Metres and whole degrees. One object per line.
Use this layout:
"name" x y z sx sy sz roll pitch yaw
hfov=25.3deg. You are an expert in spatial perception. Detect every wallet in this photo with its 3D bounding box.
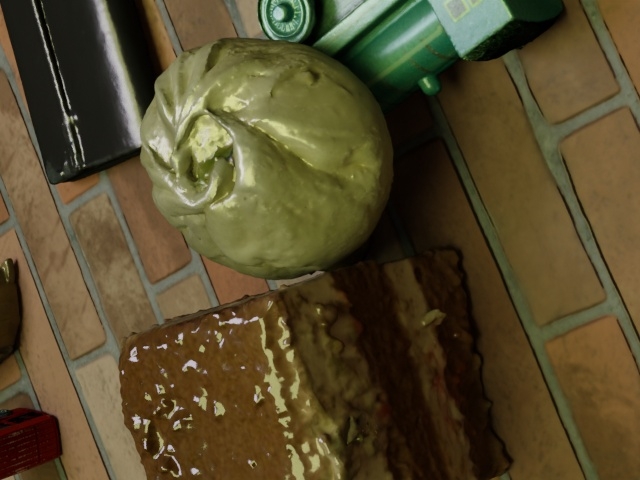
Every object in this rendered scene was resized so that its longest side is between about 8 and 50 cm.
"wallet" -0.310 -0.283 1.713 0.228 0.062 0.405 -16 88 42

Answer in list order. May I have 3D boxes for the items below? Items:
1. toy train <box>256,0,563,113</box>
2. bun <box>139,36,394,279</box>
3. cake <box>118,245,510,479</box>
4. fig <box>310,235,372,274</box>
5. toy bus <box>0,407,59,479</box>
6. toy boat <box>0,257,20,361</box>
"toy train" 0.071 -0.215 1.360 0.298 0.120 0.194 -35 81 40
"bun" -0.067 -0.070 1.359 0.259 0.160 0.259 18 120 34
"cake" -0.005 0.164 1.397 0.282 0.290 0.255 -19 88 39
"fig" 0.000 0.000 1.478 0.084 0.098 0.082 53 130 21
"toy bus" -0.439 0.279 1.860 0.089 0.195 0.081 -1 98 38
"toy boat" -0.561 0.162 1.999 0.445 0.136 0.162 -37 78 35
